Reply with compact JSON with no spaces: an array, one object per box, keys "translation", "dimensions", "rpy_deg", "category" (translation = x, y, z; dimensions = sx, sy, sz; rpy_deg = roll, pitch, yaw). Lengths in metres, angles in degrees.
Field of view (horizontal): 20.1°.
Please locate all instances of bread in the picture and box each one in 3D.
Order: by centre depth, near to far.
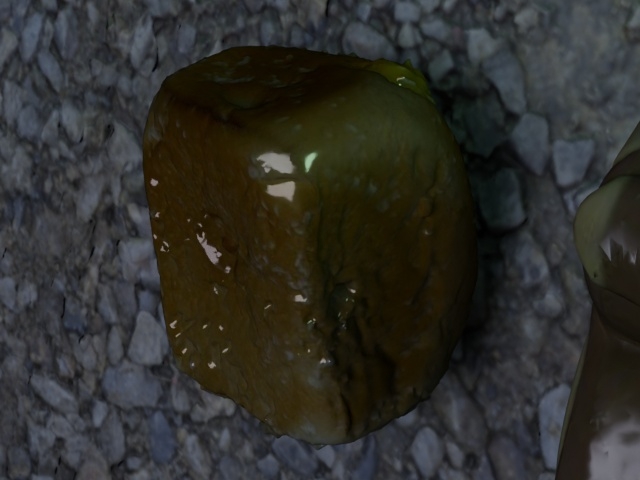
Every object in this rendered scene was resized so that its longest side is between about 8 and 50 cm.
[{"translation":[0.000,0.000,1.154],"dimensions":[0.195,0.176,0.246],"rpy_deg":[26,130,48],"category":"bread"}]

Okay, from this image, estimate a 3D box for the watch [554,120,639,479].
[{"translation":[0.287,0.103,0.833],"dimensions":[0.326,0.314,0.335],"rpy_deg":[15,127,23],"category":"watch"}]
